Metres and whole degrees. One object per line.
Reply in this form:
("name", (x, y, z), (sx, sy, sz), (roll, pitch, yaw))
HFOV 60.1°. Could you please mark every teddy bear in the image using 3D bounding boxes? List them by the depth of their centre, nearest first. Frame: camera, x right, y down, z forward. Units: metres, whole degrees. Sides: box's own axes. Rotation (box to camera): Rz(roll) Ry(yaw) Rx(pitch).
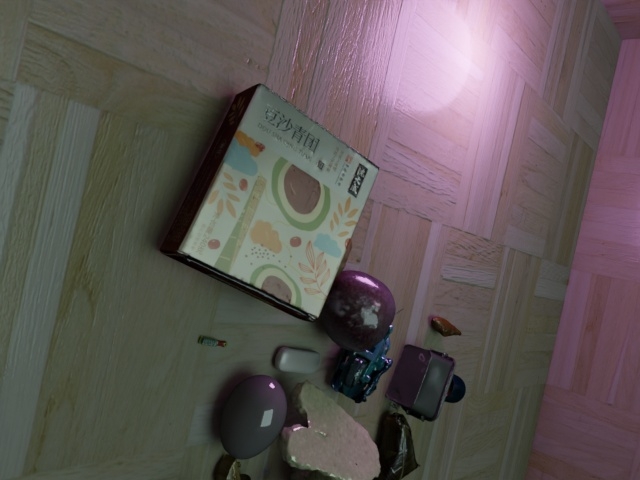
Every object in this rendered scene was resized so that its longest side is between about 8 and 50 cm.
("teddy bear", (-0.037, 0.604, 1.478), (0.375, 0.362, 0.328), (37, 40, -19))

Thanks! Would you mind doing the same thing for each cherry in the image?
("cherry", (0.102, 0.192, 1.512), (0.266, 0.183, 0.213), (38, 58, -25))

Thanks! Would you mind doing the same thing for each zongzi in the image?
("zongzi", (0.213, 0.712, 1.835), (0.241, 0.111, 0.248), (-26, 113, -35))

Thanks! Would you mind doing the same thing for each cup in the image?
("cup", (0.457, 0.554, 2.082), (0.138, 0.150, 0.114), (32, 41, -49))

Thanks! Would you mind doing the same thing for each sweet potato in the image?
("sweet potato", (0.462, 0.325, 2.044), (0.205, 0.060, 0.068), (23, 54, -43))

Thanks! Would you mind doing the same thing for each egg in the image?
("egg", (-0.158, 0.413, 1.297), (0.146, 0.146, 0.199), (41, 74, -46))

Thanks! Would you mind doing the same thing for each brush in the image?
("brush", (-0.239, 0.233, 1.256), (0.083, 0.021, 0.019), (25, 78, -49))

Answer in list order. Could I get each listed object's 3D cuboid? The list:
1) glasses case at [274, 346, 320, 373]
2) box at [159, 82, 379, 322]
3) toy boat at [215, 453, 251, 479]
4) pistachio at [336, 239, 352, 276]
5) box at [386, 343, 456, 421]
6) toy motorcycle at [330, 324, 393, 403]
("glasses case", (-0.058, 0.319, 1.467), (0.164, 0.041, 0.063), (20, 86, -50))
("box", (-0.095, -0.070, 1.190), (0.344, 0.122, 0.386), (30, 76, -29))
("toy boat", (-0.206, 0.628, 1.364), (0.088, 0.068, 0.226), (-24, 114, -49))
("pistachio", (0.000, 0.000, 1.392), (0.152, 0.126, 0.223), (-20, 117, -7))
("box", (0.334, 0.474, 1.875), (0.135, 0.163, 0.244), (32, 76, -38))
("toy motorcycle", (0.137, 0.349, 1.634), (0.260, 0.154, 0.206), (-52, 157, -32))
